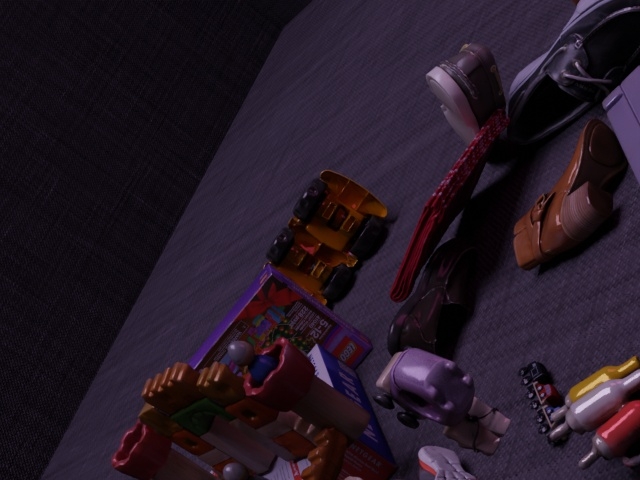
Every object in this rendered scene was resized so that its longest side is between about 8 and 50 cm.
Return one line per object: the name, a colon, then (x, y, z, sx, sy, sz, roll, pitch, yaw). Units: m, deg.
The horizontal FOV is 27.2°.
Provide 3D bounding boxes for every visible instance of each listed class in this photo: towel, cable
towel: (0.187, -0.049, 1.906, 0.275, 0.031, 0.199, -51, -14, -43)
cable: (0.343, 0.114, 1.274, 0.287, 0.072, 0.139, -49, 22, 12)

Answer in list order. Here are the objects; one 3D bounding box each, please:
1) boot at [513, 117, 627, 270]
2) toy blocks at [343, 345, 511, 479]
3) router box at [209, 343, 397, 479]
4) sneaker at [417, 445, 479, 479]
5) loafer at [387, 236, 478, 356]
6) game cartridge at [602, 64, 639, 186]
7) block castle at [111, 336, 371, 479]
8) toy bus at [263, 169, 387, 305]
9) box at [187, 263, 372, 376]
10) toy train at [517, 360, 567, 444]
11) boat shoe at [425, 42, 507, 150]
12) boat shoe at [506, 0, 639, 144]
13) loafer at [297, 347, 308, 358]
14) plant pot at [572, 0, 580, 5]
boot: (0.315, -0.060, 1.712, 0.152, 0.073, 0.197, -43, 16, 44)
toy blocks: (0.141, 0.281, 1.123, 0.309, 0.288, 0.260, -56, 13, -19)
router box: (-0.046, 0.337, 1.863, 0.301, 0.082, 0.335, -51, 17, 9)
sneaker: (0.145, 0.294, 1.509, 0.158, 0.061, 0.065, -109, 30, -71)
loafer: (0.171, 0.087, 1.823, 0.220, 0.078, 0.080, -55, -29, -33)
game cartridge: (0.457, -0.163, 1.556, 0.230, 0.068, 0.355, -43, 19, 21)
block castle: (-0.164, 0.319, 1.701, 0.453, 0.213, 0.303, -33, 26, 48)
toy bus: (0.000, 0.000, 2.347, 0.220, 0.149, 0.211, -57, 4, -4)
box: (-0.090, 0.209, 2.033, 0.293, 0.201, 0.057, -51, 16, 9)
toy train: (0.251, 0.179, 1.477, 0.036, 0.027, 0.158, -38, 19, 13)
boat shoe: (0.238, -0.207, 2.003, 0.091, 0.109, 0.305, -42, -20, 1)
boat shoe: (0.377, -0.240, 1.865, 0.335, 0.121, 0.119, -50, 20, 52)
loafer: (-0.041, 0.198, 1.923, 0.125, 0.045, 0.039, -79, 13, -69)
plant pot: (0.452, -0.481, 1.880, 0.203, 0.291, 0.291, -17, 36, 36)
